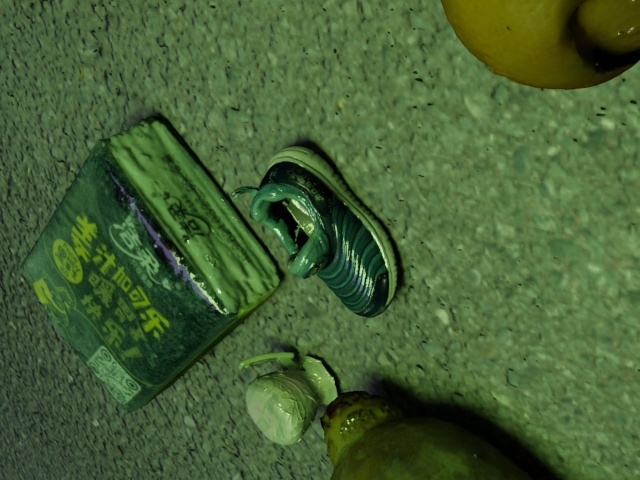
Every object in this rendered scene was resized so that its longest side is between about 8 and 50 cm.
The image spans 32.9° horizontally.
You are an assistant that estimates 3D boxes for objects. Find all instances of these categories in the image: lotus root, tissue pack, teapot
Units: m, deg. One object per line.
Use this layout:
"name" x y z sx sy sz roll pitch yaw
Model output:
"lotus root" 0.102 0.240 0.796 0.309 0.173 0.173 45 139 17
"tissue pack" -0.165 0.033 0.976 0.185 0.081 0.257 52 140 4
"teapot" -0.029 0.126 0.918 0.083 0.064 0.064 50 147 15

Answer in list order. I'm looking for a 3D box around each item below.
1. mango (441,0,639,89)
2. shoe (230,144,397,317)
"mango" 0.128 -0.182 0.481 0.151 0.156 0.249 41 140 20
"shoe" 0.000 0.000 0.799 0.143 0.071 0.064 53 141 -3
